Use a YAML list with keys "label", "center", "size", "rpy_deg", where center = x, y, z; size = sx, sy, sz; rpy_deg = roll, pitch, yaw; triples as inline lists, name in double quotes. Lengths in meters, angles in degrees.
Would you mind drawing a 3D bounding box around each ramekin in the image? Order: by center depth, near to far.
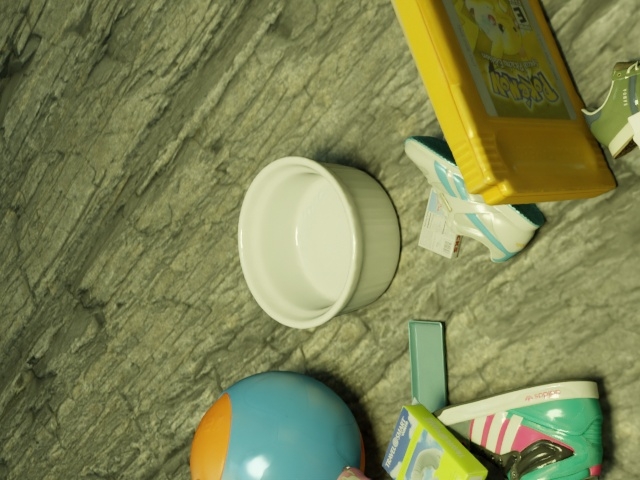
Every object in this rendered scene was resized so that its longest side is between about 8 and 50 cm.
- label: "ramekin"
  center: [0.000, 0.000, 1.379]
  size: [0.277, 0.135, 0.277]
  rpy_deg: [5, 96, 44]

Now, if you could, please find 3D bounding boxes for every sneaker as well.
- label: "sneaker"
  center: [0.394, -0.195, 1.013]
  size: [0.086, 0.064, 0.192]
  rpy_deg: [52, 130, 22]
- label: "sneaker"
  center: [0.264, 0.308, 1.152]
  size: [0.295, 0.123, 0.178]
  rpy_deg: [-27, 61, 42]
- label: "sneaker"
  center: [0.200, -0.064, 1.183]
  size: [0.228, 0.087, 0.092]
  rpy_deg: [43, 121, 19]

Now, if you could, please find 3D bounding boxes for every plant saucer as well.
- label: "plant saucer"
  center: [0.173, 0.221, 1.311]
  size: [0.067, 0.018, 0.192]
  rpy_deg: [-1, 93, 45]

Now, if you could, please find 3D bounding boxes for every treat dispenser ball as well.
- label: "treat dispenser ball"
  center: [-0.069, 0.361, 1.375]
  size: [0.288, 0.288, 0.288]
  rpy_deg: [6, 98, 45]

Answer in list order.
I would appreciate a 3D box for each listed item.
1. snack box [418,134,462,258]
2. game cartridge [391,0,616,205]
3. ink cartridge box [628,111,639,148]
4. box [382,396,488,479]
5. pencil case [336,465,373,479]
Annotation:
- label: "snack box"
  center: [0.196, -0.067, 1.255]
  size: [0.064, 0.022, 0.178]
  rpy_deg: [25, 111, 40]
- label: "game cartridge"
  center: [0.227, -0.200, 1.027]
  size: [0.052, 0.285, 0.324]
  rpy_deg: [-33, 72, 42]
- label: "ink cartridge box"
  center: [0.423, -0.116, 0.938]
  size: [0.092, 0.143, 0.090]
  rpy_deg: [-30, 73, 43]
- label: "box"
  center: [0.151, 0.312, 1.165]
  size: [0.178, 0.042, 0.109]
  rpy_deg: [42, 120, 52]
- label: "pencil case"
  center: [0.168, 0.466, 1.160]
  size: [0.386, 0.167, 0.160]
  rpy_deg: [23, 121, 20]
